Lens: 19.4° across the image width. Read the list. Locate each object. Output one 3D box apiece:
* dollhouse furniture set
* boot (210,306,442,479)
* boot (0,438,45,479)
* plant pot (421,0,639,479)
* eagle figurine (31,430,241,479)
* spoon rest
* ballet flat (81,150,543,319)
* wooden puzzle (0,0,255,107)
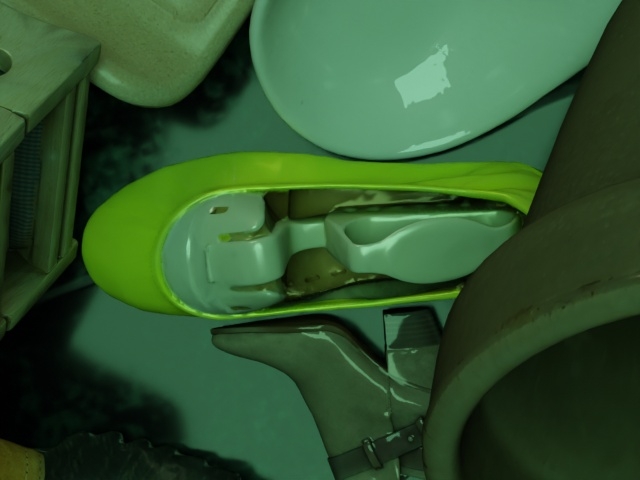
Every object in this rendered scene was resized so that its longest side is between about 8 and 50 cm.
[{"bbox_3d":[-0.212,-0.037,0.811,0.183,0.129,0.129,24,132,11],"label":"dollhouse furniture set"},{"bbox_3d":[0.011,0.077,0.868,0.118,0.042,0.087,-4,97,12],"label":"boot"},{"bbox_3d":[-0.211,0.067,0.721,0.211,0.104,0.295,7,77,-20],"label":"boot"},{"bbox_3d":[0.179,0.004,0.743,0.263,0.263,0.229,5,53,6],"label":"plant pot"},{"bbox_3d":[-0.188,0.200,0.836,0.298,0.225,0.226,13,136,-23],"label":"eagle figurine"},{"bbox_3d":[0.099,-0.124,0.828,0.276,0.084,0.137,-26,126,3],"label":"spoon rest"},{"bbox_3d":[0.000,0.000,0.846,0.231,0.077,0.077,-3,106,5],"label":"ballet flat"},{"bbox_3d":[-0.101,-0.280,0.868,0.322,0.080,0.348,35,88,5],"label":"wooden puzzle"}]
